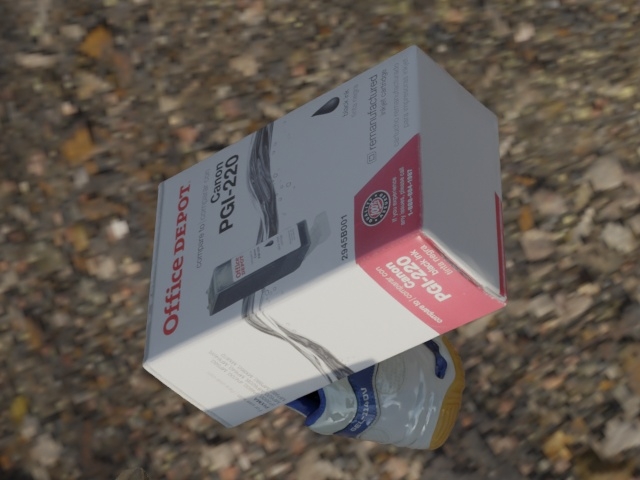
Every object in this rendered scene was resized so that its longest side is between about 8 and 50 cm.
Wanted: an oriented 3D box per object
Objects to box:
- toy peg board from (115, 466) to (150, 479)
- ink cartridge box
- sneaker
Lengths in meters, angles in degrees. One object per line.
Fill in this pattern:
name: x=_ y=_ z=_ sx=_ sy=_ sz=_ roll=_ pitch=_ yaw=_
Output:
toy peg board: x=-0.091 y=0.244 z=1.187 sx=0.079 sy=0.161 sz=0.160 roll=-15 pitch=111 yaw=30
ink cartridge box: x=0.000 y=0.000 z=1.191 sx=0.218 sy=0.092 sz=0.158 roll=-28 pitch=42 yaw=30
sneaker: x=-0.010 y=0.064 z=1.482 sx=0.296 sy=0.131 sz=0.112 roll=34 pitch=115 yaw=57
